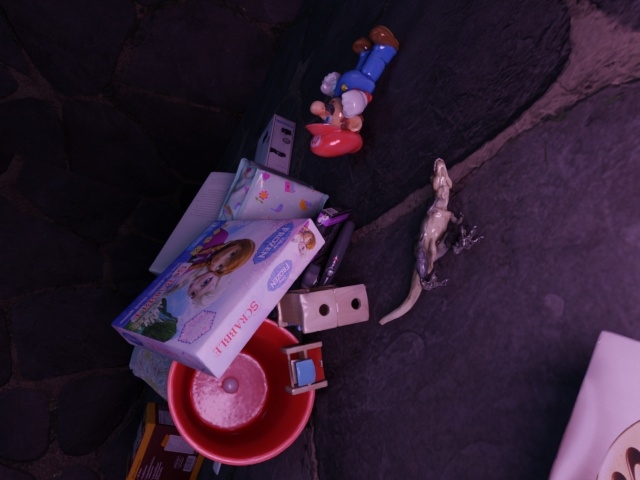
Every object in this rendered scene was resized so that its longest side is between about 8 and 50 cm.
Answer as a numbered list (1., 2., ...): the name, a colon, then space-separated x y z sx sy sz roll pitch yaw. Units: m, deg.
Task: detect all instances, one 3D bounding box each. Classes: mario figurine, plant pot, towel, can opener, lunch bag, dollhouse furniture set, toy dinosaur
1. mario figurine: 0.051 -0.343 1.044 0.198 0.170 0.320 59 -125 -74
2. plant pot: -0.175 0.303 0.944 0.243 0.275 0.274 133 150 -65
3. towel: -0.464 0.367 1.516 0.090 0.321 0.374 -16 -47 -63
4. can opener: 0.025 0.041 0.946 0.186 0.073 0.059 -61 14 -3
5. lunch bag: -0.138 -0.045 1.163 0.160 0.224 0.262 41 110 56
6. dollhouse furniture set: 0.008 0.177 0.821 0.129 0.129 0.183 -12 85 64
7. toy dinosaur: 0.160 0.017 0.656 0.118 0.064 0.267 -144 73 -74

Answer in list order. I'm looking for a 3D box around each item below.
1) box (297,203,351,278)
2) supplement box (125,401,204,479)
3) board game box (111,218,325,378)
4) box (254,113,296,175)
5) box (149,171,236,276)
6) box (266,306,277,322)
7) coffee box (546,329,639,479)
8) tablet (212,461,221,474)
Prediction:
1. box: 0.000 0.000 0.984 0.162 0.029 0.116 -62 -16 20
2. supplement box: -0.457 0.621 1.381 0.191 0.194 0.129 -69 22 2
3. board game box: -0.199 0.083 0.872 0.318 0.065 0.318 1 43 43
4. box: -0.175 -0.288 1.637 0.169 0.087 0.289 -41 36 50
5. box: -0.280 0.005 1.304 0.169 0.215 0.345 9 62 33
6. box: -0.169 0.217 1.235 0.183 0.059 0.232 -60 24 20
7. coffee box: 0.219 0.226 0.258 0.168 0.119 0.296 21 91 67
8. tablet: -0.274 0.585 1.240 0.054 0.006 0.083 -10 63 64
